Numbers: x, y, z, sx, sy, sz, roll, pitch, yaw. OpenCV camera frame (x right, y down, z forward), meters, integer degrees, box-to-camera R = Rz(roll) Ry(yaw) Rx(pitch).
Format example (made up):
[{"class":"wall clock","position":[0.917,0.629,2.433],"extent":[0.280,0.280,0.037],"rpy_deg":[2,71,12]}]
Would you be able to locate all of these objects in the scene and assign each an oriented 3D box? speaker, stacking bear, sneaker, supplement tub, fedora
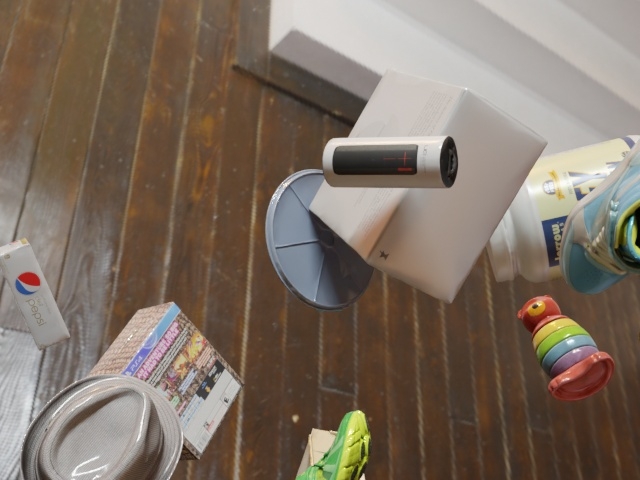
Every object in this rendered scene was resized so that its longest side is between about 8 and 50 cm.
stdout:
[{"class":"speaker","position":[0.074,-0.082,0.798],"extent":[0.055,0.136,0.055],"rpy_deg":[-11,102,-60]},{"class":"stacking bear","position":[0.637,0.269,2.033],"extent":[0.164,0.175,0.289],"rpy_deg":[40,18,-44]},{"class":"sneaker","position":[0.407,0.004,1.028],"extent":[0.127,0.319,0.208],"rpy_deg":[26,45,7]},{"class":"supplement tub","position":[0.472,-0.052,1.433],"extent":[0.235,0.325,0.235],"rpy_deg":[-14,90,-81]},{"class":"fedora","position":[-0.350,0.321,1.226],"extent":[0.244,0.124,0.275],"rpy_deg":[41,56,9]},{"class":"sneaker","position":[0.011,0.476,1.520],"extent":[0.109,0.124,0.295],"rpy_deg":[32,79,-59]}]

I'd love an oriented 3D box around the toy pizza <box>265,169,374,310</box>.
[{"class":"toy pizza","position":[0.000,0.000,1.064],"extent":[0.201,0.032,0.201],"rpy_deg":[11,72,-39]}]

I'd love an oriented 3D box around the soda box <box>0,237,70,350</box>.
[{"class":"soda box","position":[-0.584,0.108,1.536],"extent":[0.069,0.074,0.216],"rpy_deg":[-25,110,-22]}]

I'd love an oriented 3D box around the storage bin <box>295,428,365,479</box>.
[{"class":"storage bin","position":[0.005,0.616,1.742],"extent":[0.123,0.262,0.260],"rpy_deg":[12,25,-9]}]

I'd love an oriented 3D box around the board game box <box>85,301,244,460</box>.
[{"class":"board game box","position":[-0.357,0.333,1.779],"extent":[0.291,0.141,0.232],"rpy_deg":[54,43,-23]}]

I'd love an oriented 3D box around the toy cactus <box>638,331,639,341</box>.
[{"class":"toy cactus","position":[0.539,0.103,1.042],"extent":[0.219,0.181,0.112],"rpy_deg":[58,21,-65]}]

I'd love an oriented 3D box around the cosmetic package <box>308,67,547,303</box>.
[{"class":"cosmetic package","position":[0.124,-0.077,0.954],"extent":[0.138,0.224,0.224],"rpy_deg":[27,8,-23]}]
